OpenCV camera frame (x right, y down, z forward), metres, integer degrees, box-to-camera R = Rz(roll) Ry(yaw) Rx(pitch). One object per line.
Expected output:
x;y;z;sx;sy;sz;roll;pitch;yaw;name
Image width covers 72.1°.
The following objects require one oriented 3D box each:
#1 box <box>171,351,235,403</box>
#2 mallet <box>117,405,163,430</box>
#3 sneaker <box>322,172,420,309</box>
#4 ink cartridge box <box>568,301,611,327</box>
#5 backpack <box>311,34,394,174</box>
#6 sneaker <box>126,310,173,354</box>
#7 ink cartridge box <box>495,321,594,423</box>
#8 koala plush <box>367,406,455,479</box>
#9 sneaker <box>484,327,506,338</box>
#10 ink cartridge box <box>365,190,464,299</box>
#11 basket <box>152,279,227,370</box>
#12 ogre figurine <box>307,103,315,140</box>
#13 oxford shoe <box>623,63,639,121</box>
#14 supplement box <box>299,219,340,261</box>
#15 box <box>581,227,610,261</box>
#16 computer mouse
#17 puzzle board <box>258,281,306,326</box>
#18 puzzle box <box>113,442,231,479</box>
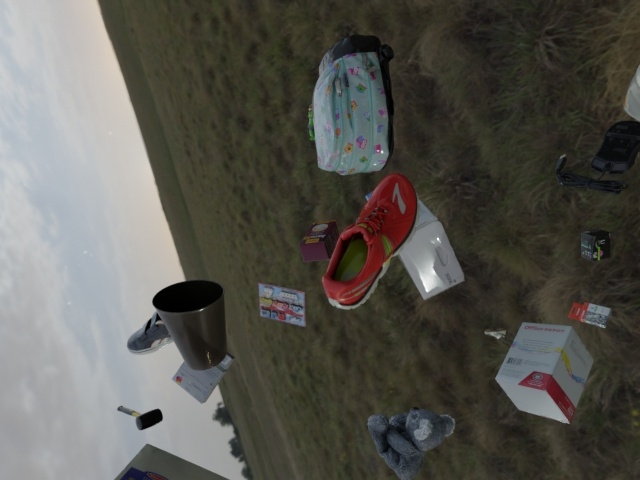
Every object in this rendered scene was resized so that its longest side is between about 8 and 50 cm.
-0.409;0.448;1.539;0.145;0.186;0.038;32;175;14;box
-0.497;0.464;1.165;0.189;0.062;0.039;-7;91;34;mallet
0.093;-0.009;0.778;0.107;0.279;0.118;21;164;25;sneaker
0.894;0.242;1.466;0.115;0.063;0.029;15;160;46;ink cartridge box
0.047;-0.189;0.659;0.152;0.115;0.182;142;123;-82;backpack
-0.545;0.292;1.526;0.126;0.320;0.128;-99;-12;-53;sneaker
0.522;0.299;1.022;0.127;0.176;0.128;49;154;-19;ink cartridge box
0.301;0.608;1.371;0.221;0.196;0.204;-41;50;27;koala plush
0.639;0.343;1.606;0.032;0.083;0.037;-133;43;-76;sneaker
0.261;-0.016;1.255;0.223;0.128;0.308;58;-173;-27;ink cartridge box
-0.354;0.250;1.275;0.154;0.204;0.227;-80;-15;-60;basket
0.013;-0.346;1.290;0.197;0.096;0.118;-105;11;-65;ogre figurine
0.853;-0.231;0.932;0.449;0.169;0.130;38;169;8;oxford shoe
0.000;0.000;1.696;0.188;0.103;0.081;-60;-41;-58;supplement box
0.846;0.013;1.353;0.052;0.062;0.084;-119;17;-73;box
0.762;-0.224;1.205;0.184;0.262;0.060;16;154;40;computer mouse
-0.096;0.158;1.081;0.128;0.011;0.097;9;115;21;puzzle board
-0.310;0.658;1.058;0.272;0.408;0.052;-39;-29;-82;puzzle box
